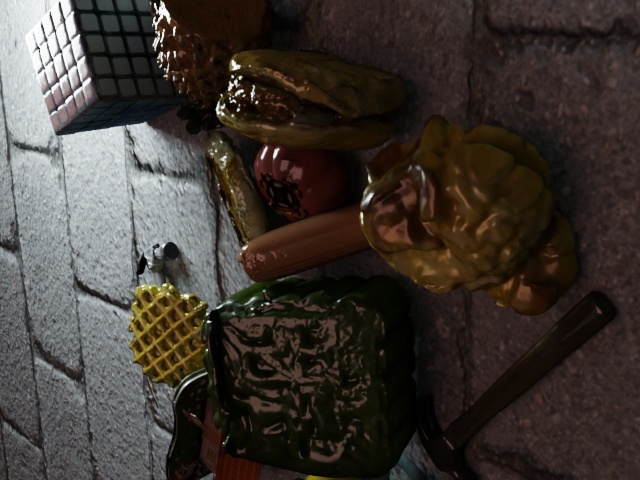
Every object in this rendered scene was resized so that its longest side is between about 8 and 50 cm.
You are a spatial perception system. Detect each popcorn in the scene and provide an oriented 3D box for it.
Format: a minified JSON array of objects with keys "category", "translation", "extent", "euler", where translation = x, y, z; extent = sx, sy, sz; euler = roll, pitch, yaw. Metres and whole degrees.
[{"category":"popcorn","translation":[0.216,-0.039,1.129],"extent":[0.332,0.225,0.265],"euler":[36,140,8]}]

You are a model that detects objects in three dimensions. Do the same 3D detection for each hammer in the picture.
[{"category":"hammer","translation":[-0.336,0.216,1.897],"extent":[0.152,0.044,0.427],"euler":[-19,88,48]},{"category":"hammer","translation":[0.292,0.226,1.236],"extent":[0.168,0.044,0.440],"euler":[53,133,20]}]

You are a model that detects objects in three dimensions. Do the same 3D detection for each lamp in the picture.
[{"category":"lamp","translation":[-0.027,-0.113,1.410],"extent":[0.182,0.140,0.182],"euler":[31,148,22]}]

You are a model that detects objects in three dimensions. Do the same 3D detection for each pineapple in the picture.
[{"category":"pineapple","translation":[-0.209,-0.319,1.515],"extent":[0.223,0.223,0.357],"euler":[56,154,19]}]

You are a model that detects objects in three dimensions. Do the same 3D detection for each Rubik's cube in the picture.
[{"category":"Rubik's cube","translation":[-0.443,-0.374,1.706],"extent":[0.237,0.237,0.238],"euler":[-15,90,49]}]

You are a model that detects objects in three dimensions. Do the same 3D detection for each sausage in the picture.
[{"category":"sausage","translation":[-0.001,0.000,1.349],"extent":[0.289,0.086,0.086],"euler":[-17,88,11]}]

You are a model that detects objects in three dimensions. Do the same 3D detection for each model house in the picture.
[{"category":"model house","translation":[-0.191,0.413,1.679],"extent":[0.154,0.207,0.294],"euler":[29,121,35]}]

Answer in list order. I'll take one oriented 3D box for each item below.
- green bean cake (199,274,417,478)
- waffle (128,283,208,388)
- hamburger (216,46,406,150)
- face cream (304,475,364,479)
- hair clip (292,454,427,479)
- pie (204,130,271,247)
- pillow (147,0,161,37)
[{"category":"green bean cake","translation":[-0.009,0.222,1.358],"extent":[0.319,0.218,0.335],"euler":[-4,104,23]},{"category":"waffle","translation":[-0.341,0.220,1.842],"extent":[0.245,0.052,0.254],"euler":[15,109,25]},{"category":"hamburger","translation":[-0.018,-0.217,1.261],"extent":[0.259,0.283,0.145],"euler":[33,115,41]},{"category":"face cream","translation":[-0.001,0.495,1.592],"extent":[0.078,0.078,0.273],"euler":[55,133,21]},{"category":"hair clip","translation":[0.092,0.556,1.393],"extent":[0.392,0.238,0.318],"euler":[23,116,41]},{"category":"pie","translation":[-0.156,-0.081,1.537],"extent":[0.274,0.055,0.274],"euler":[158,90,-78]},{"category":"pillow","translation":[-0.324,-0.502,1.563],"extent":[0.189,0.034,0.256],"euler":[-98,-7,-64]}]
